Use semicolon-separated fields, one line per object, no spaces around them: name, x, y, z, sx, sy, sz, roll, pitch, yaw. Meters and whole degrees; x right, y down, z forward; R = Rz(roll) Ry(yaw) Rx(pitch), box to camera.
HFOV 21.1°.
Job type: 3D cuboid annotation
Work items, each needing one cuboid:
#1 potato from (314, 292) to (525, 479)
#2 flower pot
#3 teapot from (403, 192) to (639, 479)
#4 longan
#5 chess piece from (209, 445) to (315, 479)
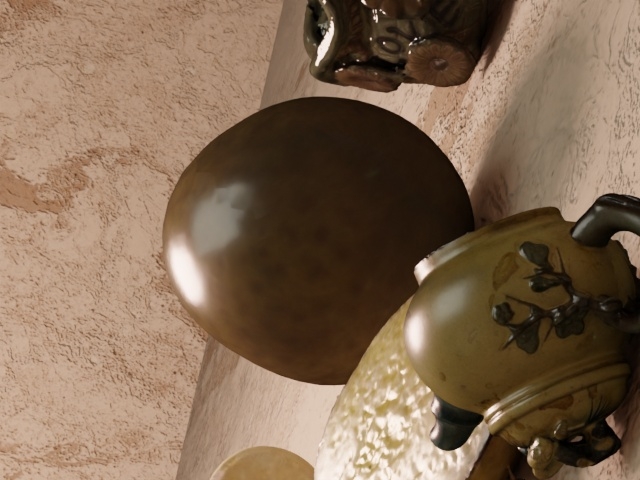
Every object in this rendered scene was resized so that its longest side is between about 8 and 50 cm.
potato;0.112;0.167;1.456;0.299;0.116;0.239;-56;23;31
flower pot;0.077;-0.313;2.011;0.302;0.213;0.301;171;90;-89
teapot;0.165;0.075;1.232;0.269;0.173;0.182;-34;72;39
longan;0.000;0.000;1.768;0.319;0.319;0.318;-164;90;-81
chess piece;-0.093;0.402;2.194;0.299;0.167;0.167;111;170;-53
